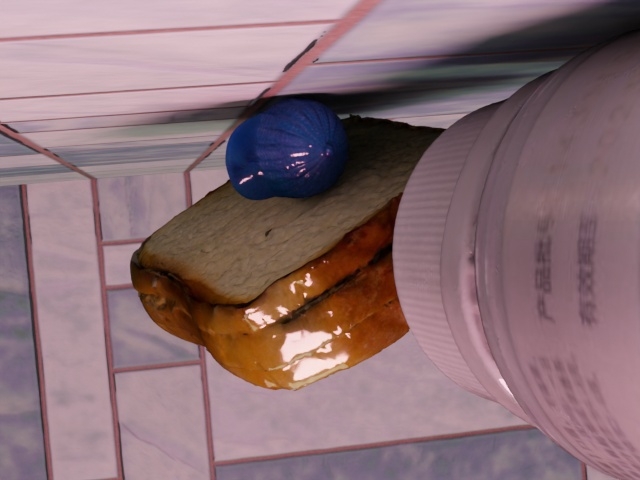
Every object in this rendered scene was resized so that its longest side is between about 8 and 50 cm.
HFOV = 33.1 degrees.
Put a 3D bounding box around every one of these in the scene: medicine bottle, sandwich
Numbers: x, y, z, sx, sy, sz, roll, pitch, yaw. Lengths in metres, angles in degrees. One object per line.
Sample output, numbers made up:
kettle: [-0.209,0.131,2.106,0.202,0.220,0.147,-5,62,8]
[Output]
medicine bottle: [0.193,0.008,0.561,0.245,0.245,0.306,-6,-177,-23]
sandwich: [0.000,0.000,0.861,0.271,0.099,0.301,-36,-158,-17]

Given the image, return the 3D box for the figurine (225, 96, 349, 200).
figurine: [-0.029,-0.069,0.831,0.087,0.086,0.149,22,-178,-8]
